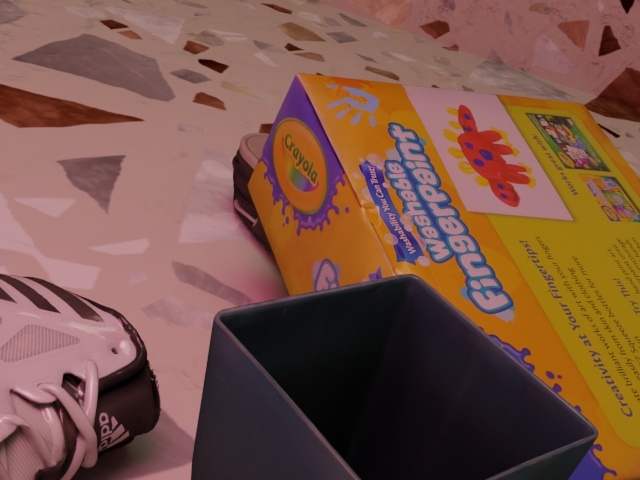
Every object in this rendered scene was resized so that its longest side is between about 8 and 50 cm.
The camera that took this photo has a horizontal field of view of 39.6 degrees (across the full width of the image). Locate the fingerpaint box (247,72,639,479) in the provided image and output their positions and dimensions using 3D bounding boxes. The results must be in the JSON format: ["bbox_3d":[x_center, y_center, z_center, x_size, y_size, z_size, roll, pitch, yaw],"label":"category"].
[{"bbox_3d":[0.177,0.057,0.831,0.371,0.163,0.445,0,47,-29],"label":"fingerpaint box"}]

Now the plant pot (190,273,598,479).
[{"bbox_3d":[0.017,0.171,0.554,0.165,0.234,0.165,-8,38,-39],"label":"plant pot"}]

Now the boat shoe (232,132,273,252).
[{"bbox_3d":[0.000,0.000,1.023,0.112,0.096,0.335,-10,43,-35],"label":"boat shoe"}]

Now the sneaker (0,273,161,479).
[{"bbox_3d":[-0.208,0.136,0.561,0.257,0.169,0.447,-1,31,-27],"label":"sneaker"}]
